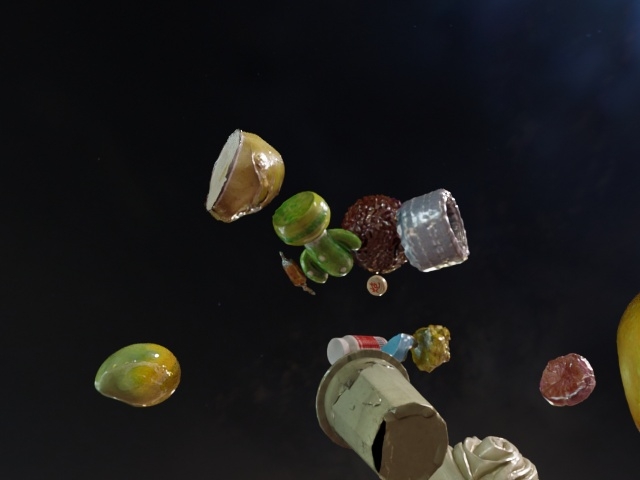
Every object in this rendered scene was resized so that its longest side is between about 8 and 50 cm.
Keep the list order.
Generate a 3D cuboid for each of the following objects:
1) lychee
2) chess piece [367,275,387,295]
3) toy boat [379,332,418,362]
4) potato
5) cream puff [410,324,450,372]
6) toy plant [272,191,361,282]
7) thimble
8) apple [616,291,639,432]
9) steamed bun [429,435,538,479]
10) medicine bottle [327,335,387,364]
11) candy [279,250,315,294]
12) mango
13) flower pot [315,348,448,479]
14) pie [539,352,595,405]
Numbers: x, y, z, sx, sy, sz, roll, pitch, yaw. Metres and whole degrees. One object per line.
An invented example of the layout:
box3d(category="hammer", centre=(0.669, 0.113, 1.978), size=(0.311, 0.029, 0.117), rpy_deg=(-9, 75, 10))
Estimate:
box3d(category="lychee", centre=(0.221, -0.029, 1.575), size=(0.305, 0.330, 0.306), rpy_deg=(-13, -56, -19))
box3d(category="chess piece", centre=(0.233, 0.185, 1.725), size=(0.038, 0.083, 0.084), rpy_deg=(-24, -36, -54))
box3d(category="toy boat", centre=(0.228, 0.362, 1.287), size=(0.077, 0.075, 0.185), rpy_deg=(48, -111, -19))
box3d(category="potato", centre=(-0.203, -0.173, 1.217), size=(0.196, 0.300, 0.246), rpy_deg=(22, -57, -22))
box3d(category="cream puff", centre=(0.364, 0.346, 1.358), size=(0.116, 0.146, 0.146), rpy_deg=(2, -56, -23))
box3d(category="toy plant", centre=(0.000, 0.000, 1.394), size=(0.224, 0.184, 0.316), rpy_deg=(-31, -57, 10))
box3d(category="thimble", centre=(0.342, -0.026, 1.289), size=(0.172, 0.237, 0.205), rpy_deg=(-21, -4, 33))
box3d(category="apple", centre=(0.682, 0.204, 0.689), size=(0.374, 0.374, 0.384), rpy_deg=(-34, -12, 10))
box3d(category="steamed bun", centre=(0.459, 0.671, 1.203), size=(0.309, 0.220, 0.324), rpy_deg=(24, -21, -28))
box3d(category="medicine bottle", centre=(0.157, 0.450, 1.693), size=(0.250, 0.131, 0.131), rpy_deg=(11, -58, -34))
box3d(category="candy", centre=(-0.082, 0.108, 1.344), size=(0.046, 0.053, 0.182), rpy_deg=(-35, -74, 8))
box3d(category="mango", centre=(-0.372, 0.280, 0.870), size=(0.091, 0.130, 0.194), rpy_deg=(-1, -8, 27))
box3d(category="flower pot", centre=(0.114, 0.328, 0.779), size=(0.212, 0.202, 0.213), rpy_deg=(0, -89, -14))
box3d(category="pie", centre=(0.643, 0.364, 1.103), size=(0.038, 0.153, 0.153), rpy_deg=(42, -73, -13))
